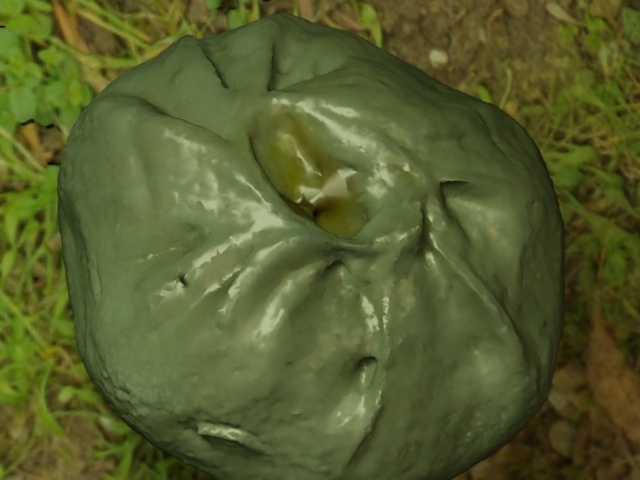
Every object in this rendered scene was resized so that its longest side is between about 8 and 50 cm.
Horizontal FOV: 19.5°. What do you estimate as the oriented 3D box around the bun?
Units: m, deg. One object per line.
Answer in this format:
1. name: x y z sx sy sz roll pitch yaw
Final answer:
1. bun: 0.005 -0.003 1.202 0.354 0.194 0.354 6 59 -10
